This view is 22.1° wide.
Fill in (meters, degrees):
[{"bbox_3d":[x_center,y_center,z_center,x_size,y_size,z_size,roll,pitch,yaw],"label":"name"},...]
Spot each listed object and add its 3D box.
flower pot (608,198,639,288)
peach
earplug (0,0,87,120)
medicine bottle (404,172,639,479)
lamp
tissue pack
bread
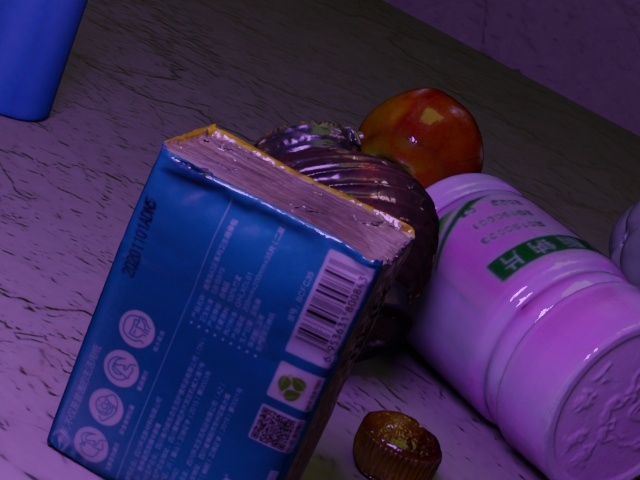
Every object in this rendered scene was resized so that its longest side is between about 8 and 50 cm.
[{"bbox_3d":[0.531,0.032,2.343,0.246,0.195,0.246,23,16,-7],"label":"flower pot"},{"bbox_3d":[0.143,-0.122,2.266,0.197,0.197,0.197,23,17,-8],"label":"peach"},{"bbox_3d":[-0.333,-0.290,1.922,0.132,0.273,0.132,23,16,-7],"label":"earplug"},{"bbox_3d":[0.218,0.088,1.696,0.212,0.212,0.325,12,21,-38],"label":"medicine bottle"},{"bbox_3d":[0.000,0.000,1.610,0.247,0.247,0.247,23,17,-8],"label":"lamp"},{"bbox_3d":[-0.069,0.072,1.234,0.192,0.271,0.134,29,22,9],"label":"tissue pack"},{"bbox_3d":[0.071,0.184,1.465,0.085,0.053,0.085,24,17,-8],"label":"bread"}]
